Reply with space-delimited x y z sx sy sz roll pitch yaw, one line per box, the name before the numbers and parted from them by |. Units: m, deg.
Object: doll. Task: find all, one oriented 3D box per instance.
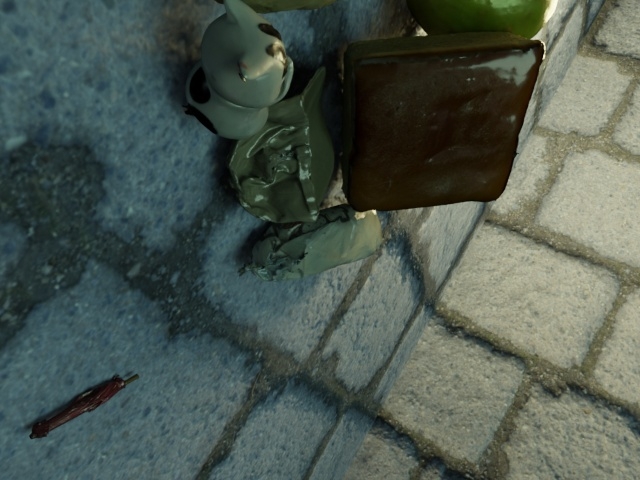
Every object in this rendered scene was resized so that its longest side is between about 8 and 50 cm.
doll | -0.097 -0.192 0.618 0.106 0.180 0.110 -17 85 -29

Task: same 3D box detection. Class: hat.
hat | -0.057 -0.155 0.836 0.245 0.149 0.214 -89 174 -54

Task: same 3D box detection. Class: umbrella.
umbrella | -0.320 0.223 0.725 0.165 0.027 0.025 -28 161 -53

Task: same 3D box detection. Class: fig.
fig | 0.290 -0.478 0.989 0.326 0.258 0.258 -16 128 -33

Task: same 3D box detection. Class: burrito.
burrito | 0.000 0.000 1.019 0.445 0.101 0.139 -14 129 -56

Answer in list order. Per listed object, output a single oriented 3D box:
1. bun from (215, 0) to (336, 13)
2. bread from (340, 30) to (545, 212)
bun | -0.010 -0.399 0.536 0.362 0.234 0.326 -50 156 -12
bread | 0.205 -0.212 0.972 0.333 0.143 0.324 -7 132 -5
